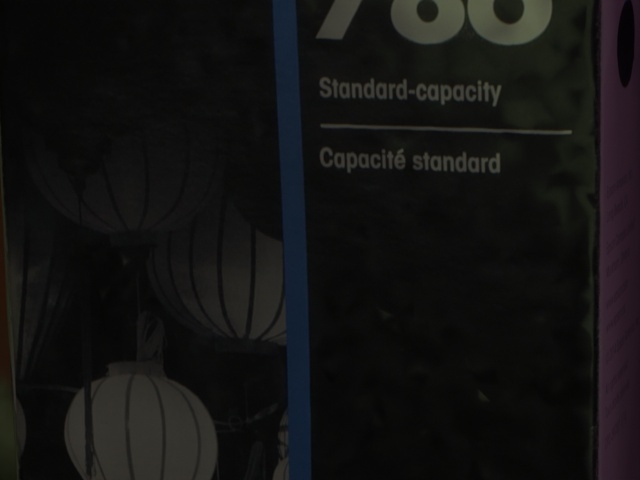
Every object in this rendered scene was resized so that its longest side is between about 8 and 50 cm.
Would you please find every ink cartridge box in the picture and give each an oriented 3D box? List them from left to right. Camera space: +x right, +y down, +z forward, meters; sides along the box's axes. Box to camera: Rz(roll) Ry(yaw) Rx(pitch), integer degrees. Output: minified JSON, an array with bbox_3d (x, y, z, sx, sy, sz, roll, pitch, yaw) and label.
[{"bbox_3d":[0.000,0.000,0.504,0.165,0.065,0.332,2,100,20],"label":"ink cartridge box"}]
